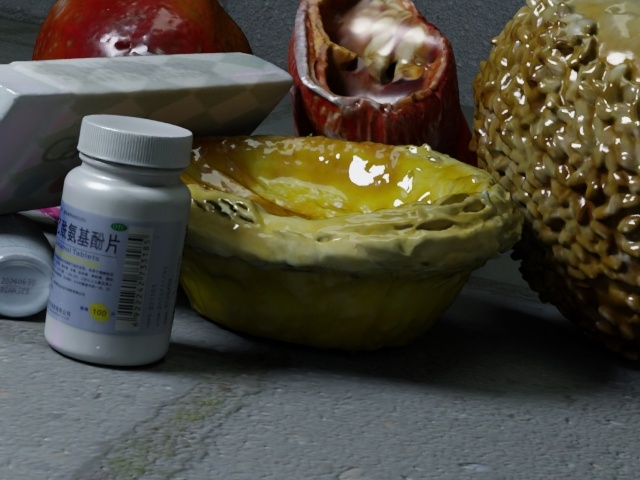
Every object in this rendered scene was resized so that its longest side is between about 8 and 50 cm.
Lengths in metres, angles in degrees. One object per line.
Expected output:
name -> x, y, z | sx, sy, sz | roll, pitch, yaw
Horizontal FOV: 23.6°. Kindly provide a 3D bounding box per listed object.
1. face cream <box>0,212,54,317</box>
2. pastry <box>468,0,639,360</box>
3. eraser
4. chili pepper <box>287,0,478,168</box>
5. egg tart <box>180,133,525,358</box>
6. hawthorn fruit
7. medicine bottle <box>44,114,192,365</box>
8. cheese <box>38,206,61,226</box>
face cream -> -0.280, 0.017, 1.372 | 0.084, 0.057, 0.198 | 6, 10, -16
pastry -> 0.296, -0.071, 1.504 | 0.245, 0.410, 0.409 | -17, 21, -19
eraser -> -0.218, -0.104, 1.477 | 0.397, 0.213, 0.082 | -12, 62, -54
chili pepper -> 0.077, -0.146, 1.710 | 0.229, 0.251, 0.305 | 4, -31, 6
egg tart -> 0.000, 0.000, 1.420 | 0.388, 0.169, 0.388 | 6, 12, -1
hawthorn fruit -> -0.225, -0.194, 1.884 | 0.284, 0.285, 0.369 | 10, 16, -1
medicine bottle -> -0.159, -0.001, 1.228 | 0.102, 0.187, 0.103 | 10, 12, -2
cheese -> -0.256, -0.035, 1.630 | 0.244, 0.062, 0.155 | 11, 13, 7
